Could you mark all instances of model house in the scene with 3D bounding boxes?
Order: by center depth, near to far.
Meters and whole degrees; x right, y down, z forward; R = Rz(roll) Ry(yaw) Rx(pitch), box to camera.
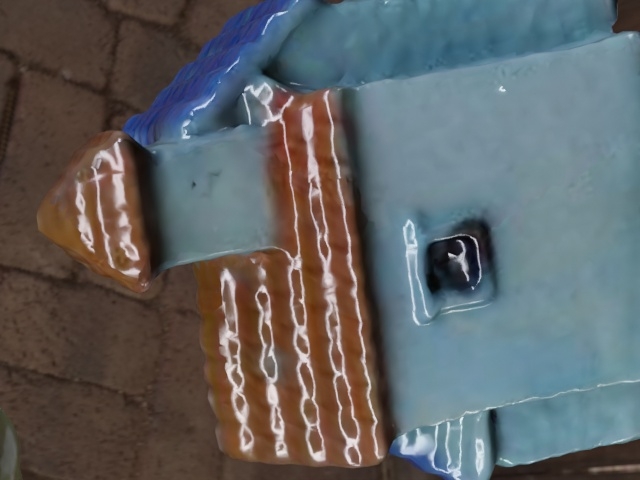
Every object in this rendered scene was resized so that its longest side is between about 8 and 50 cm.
[{"bbox_3d":[0.000,0.000,0.667,0.329,0.252,0.294,-14,103,-22],"label":"model house"}]

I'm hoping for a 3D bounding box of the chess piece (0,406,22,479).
[{"bbox_3d":[-0.373,0.356,1.277,0.234,0.234,0.442,-55,135,-37],"label":"chess piece"}]
